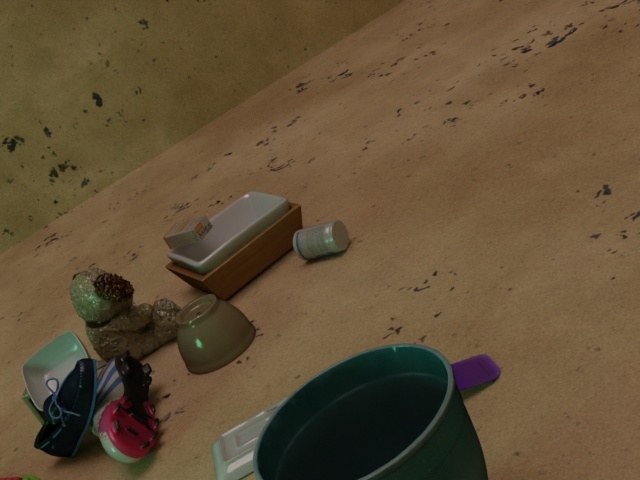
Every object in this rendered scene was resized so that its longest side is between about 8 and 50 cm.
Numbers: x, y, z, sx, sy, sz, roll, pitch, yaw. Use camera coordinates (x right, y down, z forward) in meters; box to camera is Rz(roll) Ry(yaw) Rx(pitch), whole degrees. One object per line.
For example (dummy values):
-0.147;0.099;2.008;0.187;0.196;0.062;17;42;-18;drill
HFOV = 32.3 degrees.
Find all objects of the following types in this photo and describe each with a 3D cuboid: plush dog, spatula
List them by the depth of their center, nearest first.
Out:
0.145;0.260;1.730;0.296;0.030;0.084;-31;25;-4;spatula
-0.465;0.160;2.426;0.262;0.225;0.210;-2;35;48;plush dog

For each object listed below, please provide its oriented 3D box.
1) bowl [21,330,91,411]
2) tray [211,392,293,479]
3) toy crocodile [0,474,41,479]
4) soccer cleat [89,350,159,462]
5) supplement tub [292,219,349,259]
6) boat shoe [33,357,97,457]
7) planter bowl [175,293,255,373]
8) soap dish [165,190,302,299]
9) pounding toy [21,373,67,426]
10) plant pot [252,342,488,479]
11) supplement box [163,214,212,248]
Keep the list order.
-0.517;0.270;2.222;0.142;0.053;0.142;-38;50;1;bowl
-0.070;0.313;1.883;0.270;0.030;0.145;-30;21;1;tray
-0.615;0.487;2.077;0.340;0.105;0.115;-10;30;38;toy crocodile
-0.389;0.347;2.126;0.143;0.116;0.331;-48;21;14;soccer cleat
0.000;0.000;2.405;0.107;0.071;0.071;-14;27;34;supplement tub
-0.488;0.329;2.110;0.109;0.089;0.258;-111;37;-52;boat shoe
-0.228;0.179;2.254;0.162;0.109;0.162;-25;23;11;planter bowl
-0.194;0.011;2.555;0.291;0.118;0.229;-39;24;-20;soap dish
-0.541;0.306;2.321;0.130;0.141;0.100;-26;22;10;pounding toy
0.093;0.314;1.386;0.271;0.255;0.271;-25;22;11;plant pot
-0.305;-0.019;2.546;0.098;0.036;0.062;-13;27;35;supplement box
